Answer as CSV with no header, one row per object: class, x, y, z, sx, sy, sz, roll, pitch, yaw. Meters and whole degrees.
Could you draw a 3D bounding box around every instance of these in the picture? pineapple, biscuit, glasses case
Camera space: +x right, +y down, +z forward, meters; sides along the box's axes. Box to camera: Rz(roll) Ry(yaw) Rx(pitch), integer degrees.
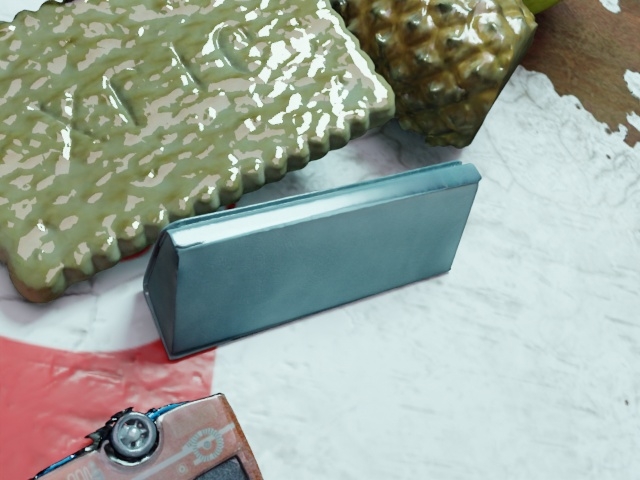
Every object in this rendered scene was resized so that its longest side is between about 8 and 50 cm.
pineapple,0.031,-0.231,0.671,0.340,0.169,0.169,35,52,7
biscuit,-0.121,-0.112,0.545,0.324,0.044,0.217,-31,80,-20
glasses case,0.000,0.000,0.552,0.266,0.105,0.056,-15,42,-31

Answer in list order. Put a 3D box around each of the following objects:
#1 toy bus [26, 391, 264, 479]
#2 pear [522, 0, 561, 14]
toy bus,-0.144,0.163,0.392,0.234,0.073,0.096,-26,81,-35
pear,0.206,-0.391,0.756,0.303,0.304,0.304,12,57,-18
